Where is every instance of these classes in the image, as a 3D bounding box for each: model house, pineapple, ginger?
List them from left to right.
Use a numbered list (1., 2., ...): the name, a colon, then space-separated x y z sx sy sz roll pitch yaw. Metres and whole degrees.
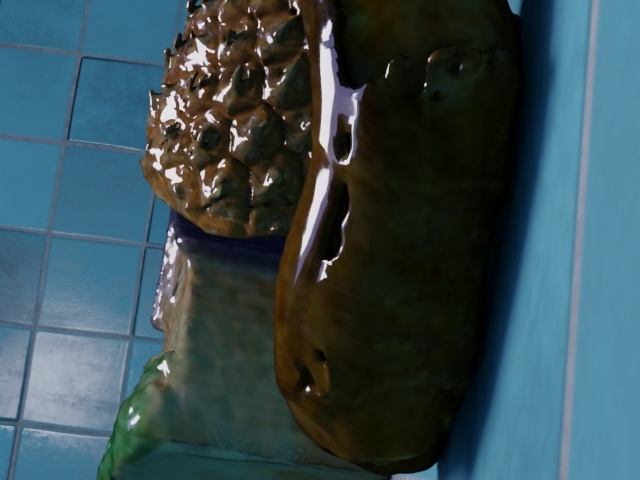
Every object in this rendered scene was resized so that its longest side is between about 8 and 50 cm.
1. model house: -0.065 0.121 0.992 0.312 0.245 0.280 115 161 -54
2. pineapple: 0.012 -0.170 0.723 0.202 0.202 0.361 -86 15 -71
3. ginger: 0.031 -0.011 0.505 0.133 0.107 0.309 -131 42 -70
